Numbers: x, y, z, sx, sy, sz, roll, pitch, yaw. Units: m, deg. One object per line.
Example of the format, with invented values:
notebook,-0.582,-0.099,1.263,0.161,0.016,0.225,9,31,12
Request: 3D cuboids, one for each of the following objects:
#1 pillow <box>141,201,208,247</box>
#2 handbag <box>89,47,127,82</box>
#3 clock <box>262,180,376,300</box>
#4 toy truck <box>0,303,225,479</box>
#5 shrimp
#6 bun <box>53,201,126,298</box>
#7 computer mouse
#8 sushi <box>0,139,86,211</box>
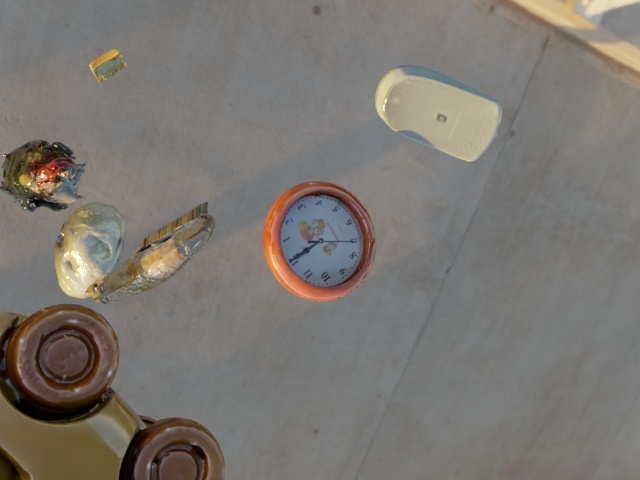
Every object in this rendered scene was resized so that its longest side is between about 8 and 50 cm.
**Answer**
pillow,-0.357,-0.015,1.704,0.203,0.113,0.038,-29,125,11
handbag,-0.531,-0.437,1.741,0.083,0.027,0.061,-35,161,-9
clock,0.000,0.000,1.182,0.205,0.051,0.205,4,80,-22
toy truck,-0.237,0.181,0.578,0.211,0.204,0.288,-44,101,-31
shrimp,-0.220,0.025,0.905,0.223,0.126,0.047,-25,112,29
bun,-0.626,0.016,1.873,0.168,0.273,0.273,23,101,-22
computer mouse,0.209,-0.232,1.243,0.230,0.079,0.128,25,123,2
sushi,-0.418,-0.092,1.040,0.103,0.226,0.097,47,65,-30
